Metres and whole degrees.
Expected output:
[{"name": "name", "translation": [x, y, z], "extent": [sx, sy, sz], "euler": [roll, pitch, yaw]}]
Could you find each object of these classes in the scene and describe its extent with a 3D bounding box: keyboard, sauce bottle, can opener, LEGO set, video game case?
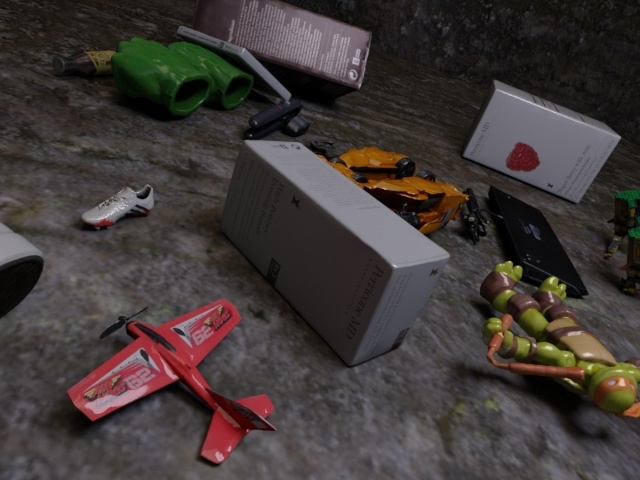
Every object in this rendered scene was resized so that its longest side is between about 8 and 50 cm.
[{"name": "keyboard", "translation": [0.321, -0.022, 0.841], "extent": [0.202, 0.033, 0.317], "euler": [27, 27, -3]}, {"name": "sauce bottle", "translation": [-0.391, -0.300, 0.841], "extent": [0.042, 0.042, 0.128], "euler": [27, 30, 11]}, {"name": "can opener", "translation": [-0.078, -0.220, 0.889], "extent": [0.073, 0.059, 0.186], "euler": [29, 29, 14]}, {"name": "LEGO set", "translation": [0.629, 0.039, 0.846], "extent": [0.255, 0.191, 0.331], "euler": [-3, 19, 19]}, {"name": "video game case", "translation": [-0.170, -0.353, 1.001], "extent": [0.173, 0.022, 0.190], "euler": [28, 1, 26]}]

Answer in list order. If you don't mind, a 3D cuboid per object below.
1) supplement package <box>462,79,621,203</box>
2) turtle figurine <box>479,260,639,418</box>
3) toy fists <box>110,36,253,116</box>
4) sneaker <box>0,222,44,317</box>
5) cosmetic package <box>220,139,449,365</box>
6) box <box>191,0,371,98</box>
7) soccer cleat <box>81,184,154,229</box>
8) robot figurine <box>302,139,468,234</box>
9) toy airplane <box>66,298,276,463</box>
[{"name": "supplement package", "translation": [0.519, -0.245, 1.205], "extent": [0.293, 0.177, 0.175], "euler": [24, 29, 6]}, {"name": "turtle figurine", "translation": [0.269, 0.110, 0.516], "extent": [0.270, 0.087, 0.217], "euler": [7, 22, -7]}, {"name": "toy fists", "translation": [-0.240, -0.284, 0.862], "extent": [0.142, 0.096, 0.279], "euler": [35, 28, 7]}, {"name": "sneaker", "translation": [-0.297, 0.032, 0.244], "extent": [0.123, 0.106, 0.290], "euler": [40, 19, 2]}, {"name": "cosmetic package", "translation": [0.000, 0.000, 0.500], "extent": [0.086, 0.117, 0.231], "euler": [-8, 38, -42]}, {"name": "box", "translation": [-0.099, -0.449, 1.137], "extent": [0.382, 0.142, 0.191], "euler": [10, 6, -18]}, {"name": "soccer cleat", "translation": [-0.206, -0.037, 0.508], "extent": [0.029, 0.035, 0.083], "euler": [33, 30, 21]}, {"name": "robot figurine", "translation": [0.074, -0.067, 0.698], "extent": [0.291, 0.084, 0.211], "euler": [-9, 40, -44]}, {"name": "toy airplane", "translation": [-0.093, 0.097, 0.358], "extent": [0.151, 0.028, 0.151], "euler": [15, 30, -9]}]
